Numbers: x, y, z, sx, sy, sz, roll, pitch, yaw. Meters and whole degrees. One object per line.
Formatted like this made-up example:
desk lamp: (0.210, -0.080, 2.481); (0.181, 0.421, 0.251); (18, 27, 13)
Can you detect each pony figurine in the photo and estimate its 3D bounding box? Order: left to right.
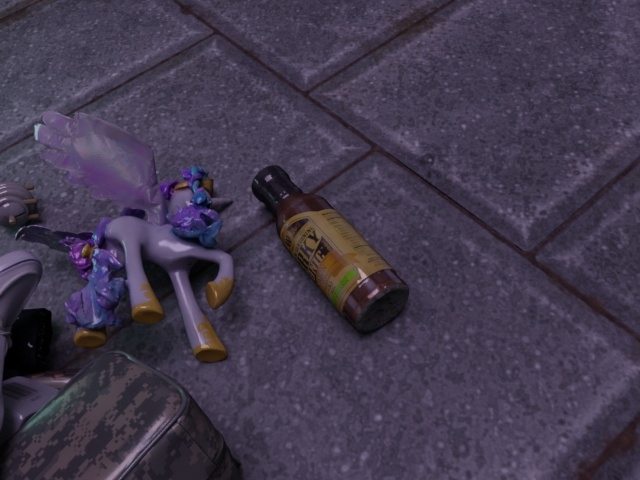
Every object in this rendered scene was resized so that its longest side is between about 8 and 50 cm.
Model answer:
pony figurine: (-0.298, -0.002, 0.991); (0.350, 0.303, 0.364); (11, 44, -25)

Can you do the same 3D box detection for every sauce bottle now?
sauce bottle: (0.000, 0.000, 1.022); (0.111, 0.111, 0.344); (-32, 55, -16)

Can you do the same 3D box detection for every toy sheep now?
toy sheep: (-0.579, -0.066, 1.156); (0.091, 0.091, 0.132); (-28, 37, -14)

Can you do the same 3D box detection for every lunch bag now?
lunch bag: (-0.243, 0.326, 0.718); (0.212, 0.256, 0.305); (13, 51, 42)

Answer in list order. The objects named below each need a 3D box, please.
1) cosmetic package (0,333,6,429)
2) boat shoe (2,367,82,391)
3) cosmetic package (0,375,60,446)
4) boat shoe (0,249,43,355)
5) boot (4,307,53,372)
cosmetic package: (-0.543, 0.232, 0.648); (0.384, 0.156, 0.217); (-27, 50, 7)
boat shoe: (-0.426, 0.253, 0.893); (0.324, 0.123, 0.117); (-7, 83, 5)
cosmetic package: (-0.417, 0.300, 0.776); (0.085, 0.117, 0.231); (19, 91, 4)
boat shoe: (-0.468, 0.133, 0.837); (0.088, 0.096, 0.267); (27, 61, 21)
boot: (-0.544, 0.143, 0.993); (0.207, 0.094, 0.246); (-3, 20, -22)
